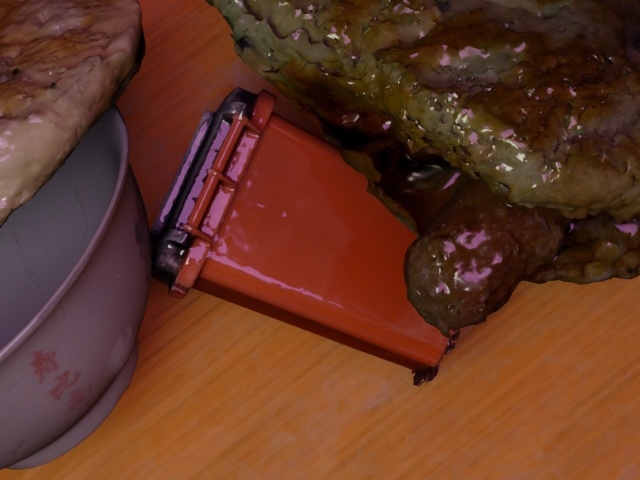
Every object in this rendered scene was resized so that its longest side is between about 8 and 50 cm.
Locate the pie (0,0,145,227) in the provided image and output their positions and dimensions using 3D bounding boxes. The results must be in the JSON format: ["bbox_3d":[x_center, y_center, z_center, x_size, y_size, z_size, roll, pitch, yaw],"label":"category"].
[{"bbox_3d":[-0.271,-0.079,1.245,0.339,0.339,0.077,-43,122,-7],"label":"pie"}]

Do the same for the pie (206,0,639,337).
[{"bbox_3d":[0.131,-0.161,1.250,0.395,0.180,0.418,-15,62,-35],"label":"pie"}]

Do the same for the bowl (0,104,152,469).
[{"bbox_3d":[-0.232,0.063,1.246,0.345,0.345,0.157,-44,121,-7],"label":"bowl"}]

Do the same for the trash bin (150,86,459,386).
[{"bbox_3d":[0.000,0.000,1.288,0.239,0.184,0.161,24,82,-3],"label":"trash bin"}]
